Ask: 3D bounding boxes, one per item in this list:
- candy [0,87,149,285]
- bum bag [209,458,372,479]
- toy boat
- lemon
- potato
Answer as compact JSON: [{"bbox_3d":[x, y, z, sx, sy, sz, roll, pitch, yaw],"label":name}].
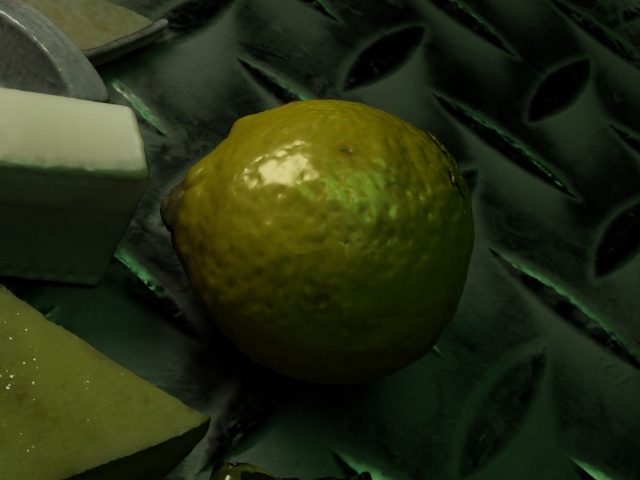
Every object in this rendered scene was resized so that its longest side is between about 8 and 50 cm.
[{"bbox_3d":[-0.393,-0.074,1.428,0.359,0.208,0.145,6,46,-24],"label":"candy"},{"bbox_3d":[-0.027,0.295,1.384,0.233,0.060,0.106,12,40,-33],"label":"bum bag"},{"bbox_3d":[-0.387,-0.292,1.733,0.276,0.111,0.293,27,29,-4],"label":"toy boat"},{"bbox_3d":[0.000,0.000,1.491,0.387,0.349,0.349,9,46,-18],"label":"lemon"},{"bbox_3d":[-0.298,0.169,1.324,0.269,0.112,0.255,-13,54,-42],"label":"potato"}]
